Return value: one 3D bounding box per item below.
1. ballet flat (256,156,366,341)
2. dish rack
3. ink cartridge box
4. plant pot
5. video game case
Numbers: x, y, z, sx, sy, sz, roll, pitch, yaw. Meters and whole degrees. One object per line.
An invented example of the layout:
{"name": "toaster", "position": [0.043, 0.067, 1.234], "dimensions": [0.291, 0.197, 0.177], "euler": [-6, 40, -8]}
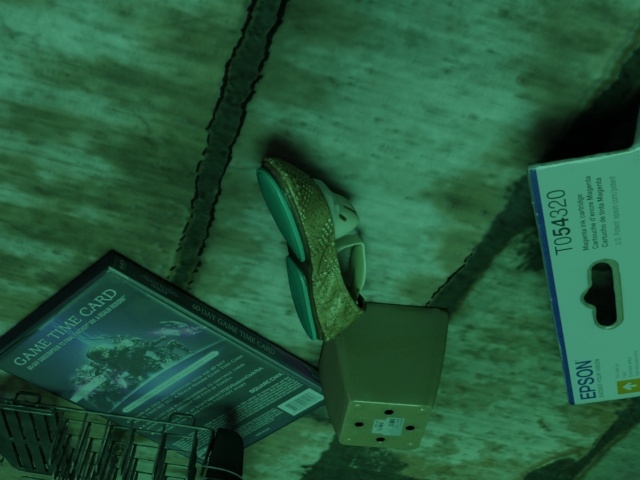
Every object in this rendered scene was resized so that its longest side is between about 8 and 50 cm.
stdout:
{"name": "ballet flat", "position": [0.000, 0.000, 0.815], "dimensions": [0.067, 0.073, 0.206], "euler": [-26, 141, -11]}
{"name": "dish rack", "position": [-0.209, 0.237, 1.029], "dimensions": [0.271, 0.074, 0.208], "euler": [10, 144, -1]}
{"name": "ink cartridge box", "position": [0.345, 0.004, 0.801], "dimensions": [0.330, 0.071, 0.324], "euler": [-8, 138, 14]}
{"name": "plant pot", "position": [0.056, 0.129, 0.918], "dimensions": [0.109, 0.096, 0.109], "euler": [6, 137, -4]}
{"name": "video game case", "position": [-0.149, 0.127, 0.973], "dimensions": [0.274, 0.026, 0.196], "euler": [35, 128, -30]}
